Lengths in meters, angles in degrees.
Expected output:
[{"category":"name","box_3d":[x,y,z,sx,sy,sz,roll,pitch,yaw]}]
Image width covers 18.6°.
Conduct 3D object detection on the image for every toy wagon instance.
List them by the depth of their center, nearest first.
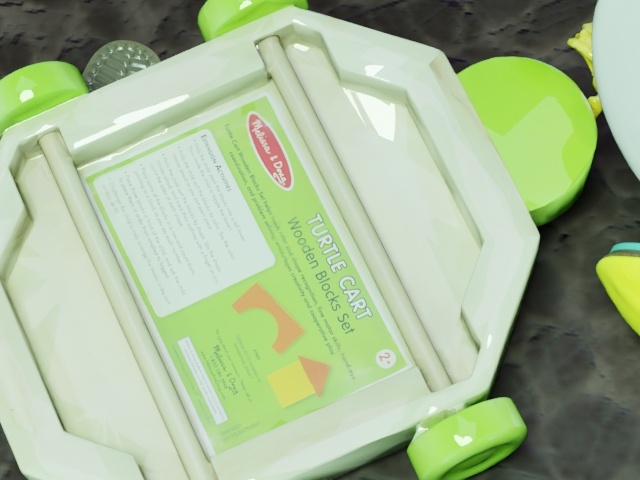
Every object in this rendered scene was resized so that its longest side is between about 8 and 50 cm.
[{"category":"toy wagon","box_3d":[0.000,0.000,0.942,0.344,0.068,0.267,-24,71,-6]}]

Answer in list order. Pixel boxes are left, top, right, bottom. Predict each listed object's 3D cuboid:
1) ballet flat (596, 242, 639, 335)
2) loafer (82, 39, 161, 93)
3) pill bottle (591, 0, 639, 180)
[{"category":"ballet flat","box_3d":[0.228,0.064,0.892,0.231,0.077,0.077,16,74,17]},{"category":"loafer","box_3d":[-0.121,-0.032,1.024,0.056,0.050,0.148,28,79,15]},{"category":"pill bottle","box_3d":[0.294,-0.132,0.914,0.188,0.188,0.334,34,50,27]}]
